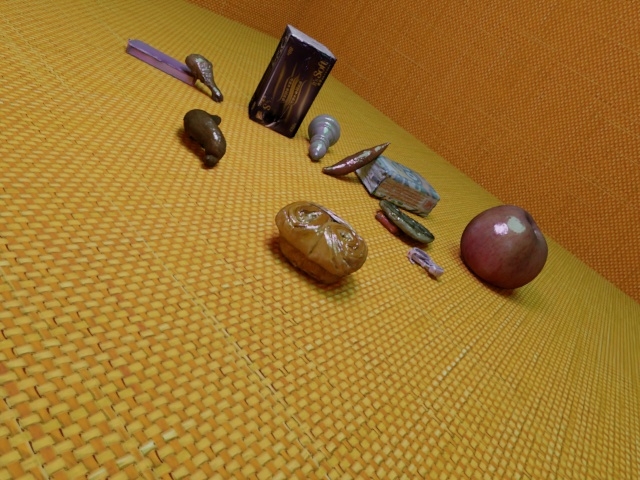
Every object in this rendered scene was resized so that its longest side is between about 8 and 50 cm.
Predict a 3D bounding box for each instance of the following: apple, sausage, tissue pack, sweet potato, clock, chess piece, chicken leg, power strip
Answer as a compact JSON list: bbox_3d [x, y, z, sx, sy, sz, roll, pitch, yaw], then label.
[{"bbox_3d":[0.695,0.014,1.685,0.344,0.269,0.345,27,26,-14],"label":"apple"},{"bbox_3d":[0.235,-0.059,1.564,0.031,0.031,0.107,-2,42,-51],"label":"sausage"},{"bbox_3d":[0.317,-0.239,1.870,0.310,0.128,0.228,19,28,-30],"label":"tissue pack"},{"bbox_3d":[-0.336,-0.320,1.301,0.124,0.098,0.310,41,15,-36],"label":"sweet potato"},{"bbox_3d":[0.334,0.069,1.439,0.087,0.041,0.129,10,28,-47],"label":"clock"},{"bbox_3d":[-0.116,-0.623,1.771,0.210,0.370,0.198,22,28,-21],"label":"tissue pack"},{"bbox_3d":[-0.002,-0.395,1.812,0.139,0.139,0.272,28,38,-10],"label":"chess piece"},{"bbox_3d":[-0.424,-0.610,1.690,0.198,0.069,0.085,57,32,-11],"label":"chicken leg"},{"bbox_3d":[-0.589,-0.671,1.698,0.278,0.037,0.109,24,28,-18],"label":"power strip"},{"bbox_3d":[0.147,-0.308,1.738,0.314,0.066,0.072,-26,56,-16],"label":"sweet potato"}]

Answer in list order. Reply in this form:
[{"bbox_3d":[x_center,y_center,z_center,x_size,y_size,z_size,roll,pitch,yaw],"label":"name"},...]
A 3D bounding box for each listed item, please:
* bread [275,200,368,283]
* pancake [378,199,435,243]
[{"bbox_3d":[0.001,-0.001,1.090,0.236,0.120,0.198,37,27,8],"label":"bread"},{"bbox_3d":[0.308,-0.066,1.623,0.253,0.037,0.253,33,18,-12],"label":"pancake"}]
